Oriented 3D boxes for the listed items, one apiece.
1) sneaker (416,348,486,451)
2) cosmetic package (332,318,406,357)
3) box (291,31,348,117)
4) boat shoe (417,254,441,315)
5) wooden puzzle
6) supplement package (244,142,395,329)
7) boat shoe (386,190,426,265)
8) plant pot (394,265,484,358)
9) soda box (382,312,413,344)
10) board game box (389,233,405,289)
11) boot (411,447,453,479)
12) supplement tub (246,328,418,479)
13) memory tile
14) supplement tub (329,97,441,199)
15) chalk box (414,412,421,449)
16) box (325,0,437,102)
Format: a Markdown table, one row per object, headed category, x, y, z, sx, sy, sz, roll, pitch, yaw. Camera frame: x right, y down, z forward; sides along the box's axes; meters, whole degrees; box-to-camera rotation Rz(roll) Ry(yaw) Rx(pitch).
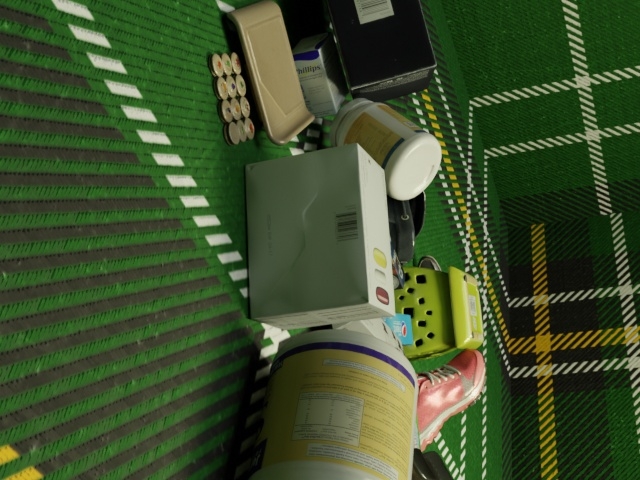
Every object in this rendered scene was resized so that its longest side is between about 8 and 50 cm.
| category | x | y | z | sx | sy | sz | roll | pitch | yaw |
| --- | --- | --- | --- | --- | --- | --- | --- | --- | --- |
| sneaker | 0.260 | 0.344 | 1.988 | 0.314 | 0.116 | 0.136 | -43 | 119 | -21 |
| cosmetic package | 0.095 | 0.184 | 1.696 | 0.239 | 0.060 | 0.099 | 48 | 17 | -43 |
| box | -0.004 | -0.332 | 1.756 | 0.126 | 0.072 | 0.137 | -66 | 143 | -58 |
| boat shoe | 0.300 | 0.144 | 2.403 | 0.065 | 0.075 | 0.206 | -6 | 92 | -73 |
| wooden puzzle | -0.091 | -0.302 | 1.557 | 0.221 | 0.044 | 0.239 | -54 | 127 | -64 |
| supplement package | 0.000 | 0.000 | 1.435 | 0.145 | 0.204 | 0.262 | 32 | 52 | -66 |
| boat shoe | 0.151 | -0.071 | 1.892 | 0.500 | 0.156 | 0.187 | -68 | 159 | -67 |
| plant pot | 0.279 | 0.174 | 2.136 | 0.228 | 0.207 | 0.227 | 21 | 63 | -67 |
| soda box | 0.143 | 0.200 | 1.946 | 0.210 | 0.067 | 0.071 | 17 | 67 | -65 |
| board game box | 0.046 | 0.003 | 1.622 | 0.042 | 0.165 | 0.243 | -76 | 150 | -46 |
| boot | 0.117 | 0.468 | 1.561 | 0.263 | 0.229 | 0.091 | 39 | 19 | -51 |
| supplement tub | 0.018 | 0.326 | 1.298 | 0.331 | 0.241 | 0.241 | -79 | 152 | -43 |
| memory tile | -0.142 | -0.232 | 1.420 | 0.113 | 0.012 | 0.148 | -35 | 115 | -68 |
| supplement tub | 0.126 | -0.186 | 1.735 | 0.199 | 0.144 | 0.144 | 41 | -7 | 36 |
| chalk box | 0.118 | 0.376 | 1.715 | 0.213 | 0.132 | 0.132 | 13 | 69 | -68 |
| box | 0.107 | -0.476 | 1.812 | 0.312 | 0.178 | 0.343 | -34 | 109 | -86 |
